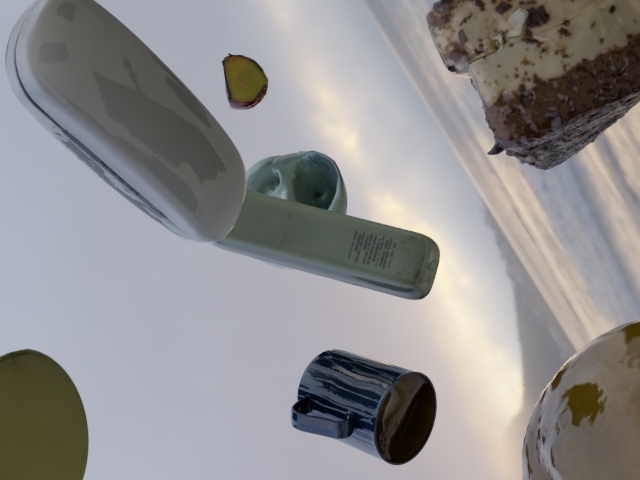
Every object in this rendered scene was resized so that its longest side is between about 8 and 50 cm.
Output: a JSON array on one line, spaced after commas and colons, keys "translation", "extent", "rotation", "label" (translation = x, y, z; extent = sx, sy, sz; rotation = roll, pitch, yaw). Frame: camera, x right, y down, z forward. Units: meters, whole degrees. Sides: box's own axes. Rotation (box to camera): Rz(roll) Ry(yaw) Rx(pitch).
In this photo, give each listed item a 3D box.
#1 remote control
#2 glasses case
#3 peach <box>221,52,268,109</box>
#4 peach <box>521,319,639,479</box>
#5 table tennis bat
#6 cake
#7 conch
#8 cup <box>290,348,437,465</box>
[{"translation": [0.000, 0.001, 1.315], "extent": [0.038, 0.309, 0.090], "rotation": [65, -140, -75], "label": "remote control"}, {"translation": [-0.133, -0.083, 0.743], "extent": [0.233, 0.059, 0.092], "rotation": [43, -127, -43], "label": "glasses case"}, {"translation": [-0.117, -0.228, 1.490], "extent": [0.083, 0.077, 0.050], "rotation": [34, 165, 13], "label": "peach"}, {"translation": [0.192, 0.156, 0.499], "extent": [0.251, 0.153, 0.251], "rotation": [170, 90, -85], "label": "peach"}, {"translation": [-0.397, 0.258, 1.228], "extent": [0.369, 0.054, 0.224], "rotation": [-16, -87, -67], "label": "table tennis bat"}, {"translation": [0.181, -0.126, 0.731], "extent": [0.112, 0.135, 0.246], "rotation": [65, -160, 10], "label": "cake"}, {"translation": [-0.034, -0.045, 1.475], "extent": [0.121, 0.185, 0.221], "rotation": [11, -158, -38], "label": "conch"}, {"translation": [0.043, 0.194, 1.238], "extent": [0.138, 0.113, 0.150], "rotation": [13, 169, 43], "label": "cup"}]
